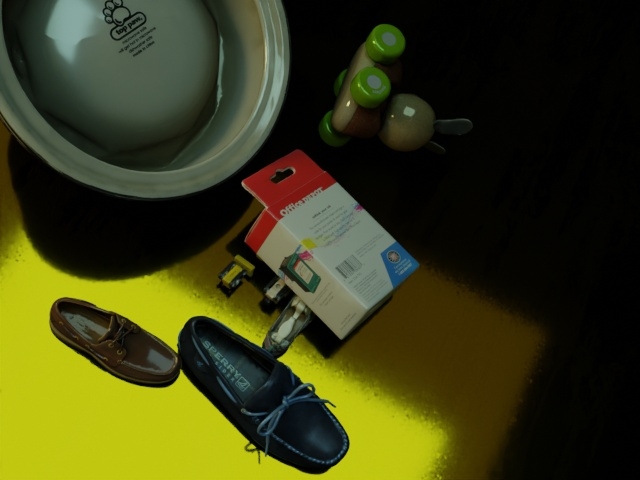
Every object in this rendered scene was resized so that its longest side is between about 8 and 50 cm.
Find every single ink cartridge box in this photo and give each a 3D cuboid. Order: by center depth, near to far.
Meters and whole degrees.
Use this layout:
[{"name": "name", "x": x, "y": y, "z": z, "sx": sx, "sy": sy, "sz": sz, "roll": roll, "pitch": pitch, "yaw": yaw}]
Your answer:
[{"name": "ink cartridge box", "x": 0.000, "y": 0.000, "z": 1.166, "sx": 0.231, "sy": 0.078, "sz": 0.134, "roll": 45, "pitch": 44, "yaw": 9}]

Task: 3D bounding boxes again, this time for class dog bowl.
[{"name": "dog bowl", "x": -0.247, "y": -0.247, "z": 1.124, "sx": 0.408, "sy": 0.150, "sz": 0.408, "roll": 1, "pitch": 88, "yaw": -32}]

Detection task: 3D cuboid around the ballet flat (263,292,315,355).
[{"name": "ballet flat", "x": -0.033, "y": 0.101, "z": 1.159, "sx": 0.041, "sy": 0.041, "sz": 0.114, "roll": 34, "pitch": 65, "yaw": 4}]

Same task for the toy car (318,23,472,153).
[{"name": "toy car", "x": 0.117, "y": -0.187, "z": 1.256, "sx": 0.188, "sy": 0.155, "sz": 0.149, "roll": 25, "pitch": 65, "yaw": -11}]

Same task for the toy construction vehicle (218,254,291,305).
[{"name": "toy construction vehicle", "x": -0.075, "y": 0.044, "z": 1.182, "sx": 0.086, "sy": 0.035, "sz": 0.098, "roll": 33, "pitch": 62, "yaw": 15}]

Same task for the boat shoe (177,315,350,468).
[{"name": "boat shoe", "x": -0.076, "y": 0.191, "z": 1.086, "sx": 0.258, "sy": 0.089, "sz": 0.109, "roll": 33, "pitch": 65, "yaw": 3}]

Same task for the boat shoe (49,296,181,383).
[{"name": "boat shoe", "x": -0.255, "y": 0.123, "z": 1.093, "sx": 0.178, "sy": 0.060, "sz": 0.064, "roll": 27, "pitch": 65, "yaw": 0}]
